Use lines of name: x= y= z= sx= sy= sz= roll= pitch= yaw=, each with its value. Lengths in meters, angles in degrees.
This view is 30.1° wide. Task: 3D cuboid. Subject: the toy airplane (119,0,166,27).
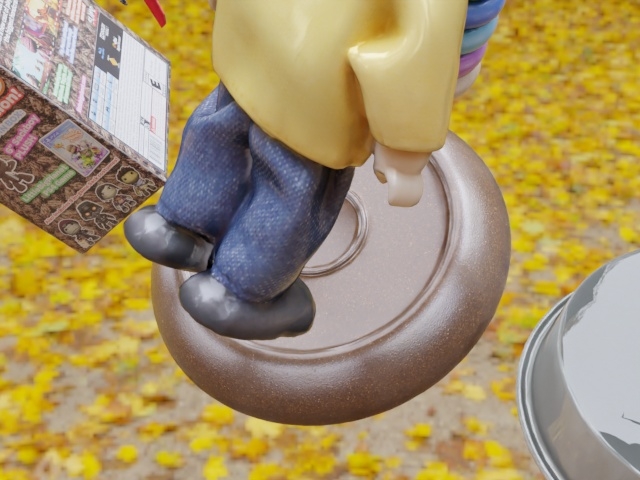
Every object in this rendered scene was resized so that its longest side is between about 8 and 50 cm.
toy airplane: x=-0.177 y=-0.275 z=1.118 sx=0.028 sy=0.151 sz=0.151 roll=-20 pitch=27 yaw=-32

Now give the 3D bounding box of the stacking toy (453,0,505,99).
stacking toy: x=0.141 y=-0.279 z=1.152 sx=0.141 sy=0.330 sz=0.141 roll=8 pitch=58 yaw=-12

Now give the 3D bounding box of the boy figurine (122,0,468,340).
boy figurine: x=0.002 y=-0.098 z=0.549 sx=0.092 sy=0.285 sz=0.177 roll=4 pitch=31 yaw=-47

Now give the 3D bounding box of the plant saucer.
plant saucer: x=0.000 y=0.000 z=0.987 sx=0.311 sy=0.050 sz=0.310 roll=-6 pitch=60 yaw=11

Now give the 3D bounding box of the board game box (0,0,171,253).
board game box: x=-0.311 y=-0.167 z=1.246 sx=0.291 sy=0.141 sz=0.232 roll=37 pitch=29 yaw=-31

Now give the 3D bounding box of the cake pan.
cake pan: x=0.281 y=0.103 z=0.802 sx=0.293 sy=0.054 sz=0.293 roll=2 pitch=42 yaw=-2
